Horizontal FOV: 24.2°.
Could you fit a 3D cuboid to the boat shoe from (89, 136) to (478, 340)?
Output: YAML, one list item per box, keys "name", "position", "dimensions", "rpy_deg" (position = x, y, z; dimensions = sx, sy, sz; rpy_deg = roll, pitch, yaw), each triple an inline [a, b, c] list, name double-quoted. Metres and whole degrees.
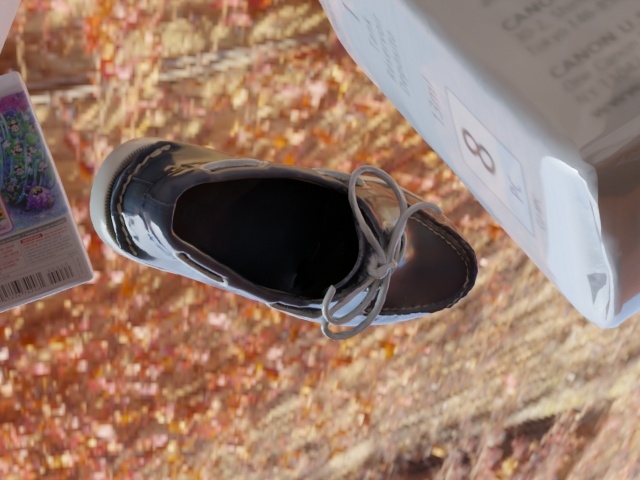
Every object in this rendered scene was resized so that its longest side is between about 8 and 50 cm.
- name: "boat shoe"
  position: [0.000, 0.000, 0.812]
  dimensions: [0.254, 0.095, 0.079]
  rpy_deg: [20, 180, -38]

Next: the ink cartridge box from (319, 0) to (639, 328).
- name: "ink cartridge box"
  position: [0.105, -0.194, 0.522]
  dimensions: [0.308, 0.091, 0.385]
  rpy_deg: [-33, -127, -7]

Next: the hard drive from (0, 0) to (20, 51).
- name: "hard drive"
  position: [-0.208, -0.197, 0.920]
  dimensions: [0.040, 0.203, 0.308]
  rpy_deg: [11, -136, -5]

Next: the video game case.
- name: "video game case"
  position: [-0.222, -0.010, 0.842]
  dimensions: [0.157, 0.143, 0.019]
  rpy_deg: [-19, -142, -7]
